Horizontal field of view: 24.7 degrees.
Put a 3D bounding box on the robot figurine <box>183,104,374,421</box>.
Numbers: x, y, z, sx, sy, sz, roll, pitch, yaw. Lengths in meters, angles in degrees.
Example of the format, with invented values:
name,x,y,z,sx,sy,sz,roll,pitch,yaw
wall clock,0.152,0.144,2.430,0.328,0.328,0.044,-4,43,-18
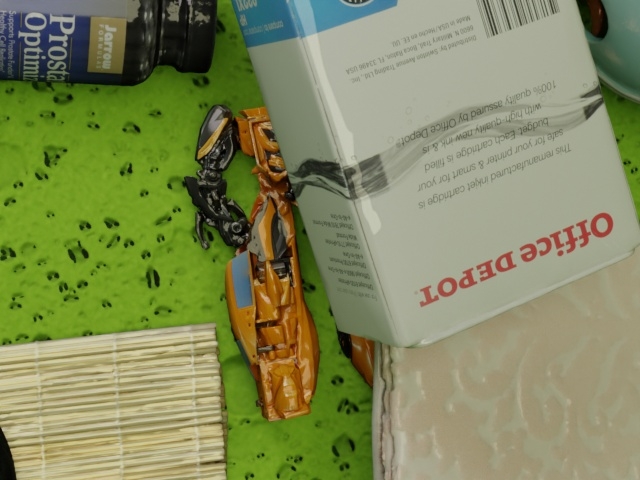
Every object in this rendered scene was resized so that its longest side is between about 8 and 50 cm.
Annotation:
name,x,y,z,sx,sy,sz,roll,pitch,yaw
robot figurine,0.000,0.000,1.261,0.211,0.085,0.291,-10,91,-13

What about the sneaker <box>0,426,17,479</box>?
name,x,y,z,sx,sy,sz,roll,pitch,yaw
sneaker,-0.306,0.264,1.166,0.136,0.116,0.313,-9,102,-4

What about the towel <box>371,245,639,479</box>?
name,x,y,z,sx,sy,sz,roll,pitch,yaw
towel,0.181,0.143,1.258,0.317,0.053,0.331,5,81,-29

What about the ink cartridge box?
name,x,y,z,sx,sy,sz,roll,pitch,yaw
ink cartridge box,0.085,-0.102,1.108,0.223,0.129,0.307,-22,101,-20

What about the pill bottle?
name,x,y,z,sx,sy,sz,roll,pitch,yaw
pill bottle,-0.199,-0.190,1.202,0.219,0.123,0.122,2,89,-11

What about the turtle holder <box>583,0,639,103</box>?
name,x,y,z,sx,sy,sz,roll,pitch,yaw
turtle holder,0.314,-0.238,1.217,0.227,0.320,0.243,18,82,3

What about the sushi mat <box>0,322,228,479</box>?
name,x,y,z,sx,sy,sz,roll,pitch,yaw
sushi mat,-0.234,0.160,1.244,0.317,0.019,0.151,-6,90,-12
